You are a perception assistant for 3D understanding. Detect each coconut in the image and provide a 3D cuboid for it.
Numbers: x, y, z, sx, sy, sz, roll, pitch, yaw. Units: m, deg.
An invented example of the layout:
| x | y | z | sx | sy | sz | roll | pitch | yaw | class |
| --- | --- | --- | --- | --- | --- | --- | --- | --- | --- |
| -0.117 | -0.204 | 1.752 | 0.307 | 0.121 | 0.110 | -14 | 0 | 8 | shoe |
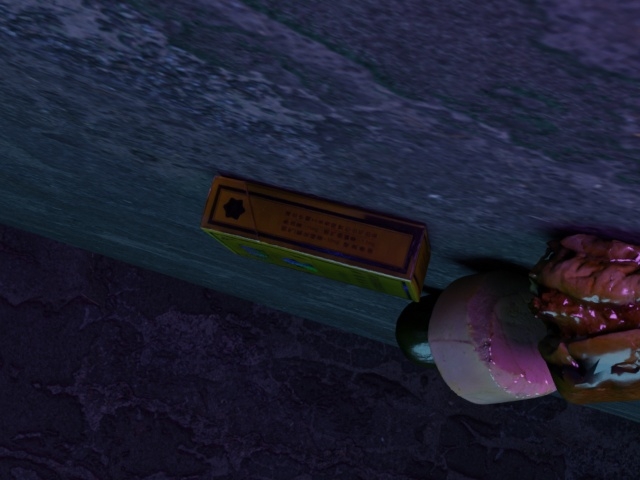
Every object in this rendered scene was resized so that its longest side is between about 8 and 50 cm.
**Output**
| x | y | z | sx | sy | sz | roll | pitch | yaw | class |
| --- | --- | --- | --- | --- | --- | --- | --- | --- | --- |
| 0.194 | 0.106 | 0.975 | 0.147 | 0.147 | 0.152 | 18 | 165 | -14 | coconut |

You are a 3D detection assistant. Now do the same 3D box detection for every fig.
| x | y | z | sx | sy | sz | roll | pitch | yaw | class |
| --- | --- | --- | --- | --- | --- | --- | --- | --- | --- |
| 0.200 | 0.129 | 1.292 | 0.177 | 0.117 | 0.117 | -10 | 159 | 30 | fig |

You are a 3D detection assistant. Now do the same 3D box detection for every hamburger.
| x | y | z | sx | sy | sz | roll | pitch | yaw | class |
| --- | --- | --- | --- | --- | --- | --- | --- | --- | --- |
| 0.269 | 0.079 | 0.716 | 0.206 | 0.130 | 0.183 | 10 | 172 | 24 | hamburger |

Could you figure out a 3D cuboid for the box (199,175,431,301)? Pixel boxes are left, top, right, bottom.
| x | y | z | sx | sy | sz | roll | pitch | yaw | class |
| --- | --- | --- | --- | --- | --- | --- | --- | --- | --- |
| 0.000 | 0.001 | 0.925 | 0.220 | 0.064 | 0.141 | 13 | 171 | 12 | box |
